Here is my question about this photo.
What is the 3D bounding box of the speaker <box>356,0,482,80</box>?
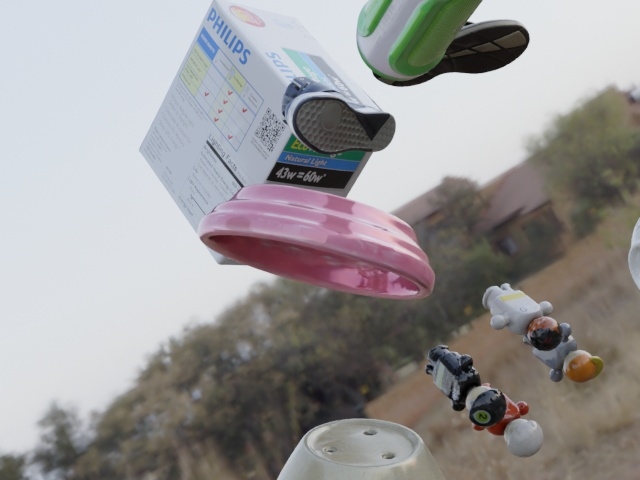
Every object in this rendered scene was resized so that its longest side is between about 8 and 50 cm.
[{"bbox_3d":[0.131,-0.301,1.399,0.131,0.131,0.296,-26,-8,-19],"label":"speaker"}]

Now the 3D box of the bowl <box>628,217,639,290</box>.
[{"bbox_3d":[0.403,0.024,1.305,0.080,0.170,0.170,-22,-10,-19],"label":"bowl"}]

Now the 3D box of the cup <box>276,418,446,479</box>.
[{"bbox_3d":[0.056,0.388,1.607,0.331,0.237,0.331,0,13,0],"label":"cup"}]

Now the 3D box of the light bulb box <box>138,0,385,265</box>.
[{"bbox_3d":[-0.115,-0.197,2.177,0.225,0.358,0.361,3,-51,-44],"label":"light bulb box"}]

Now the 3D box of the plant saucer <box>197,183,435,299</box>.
[{"bbox_3d":[0.000,0.000,1.588,0.332,0.084,0.332,14,-10,3],"label":"plant saucer"}]

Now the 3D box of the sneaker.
[{"bbox_3d":[-0.017,-0.184,1.661,0.226,0.163,0.086,5,-72,-55],"label":"sneaker"}]

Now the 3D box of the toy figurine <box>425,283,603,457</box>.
[{"bbox_3d":[0.285,0.190,1.682,0.209,0.148,0.213,-47,-46,0],"label":"toy figurine"}]

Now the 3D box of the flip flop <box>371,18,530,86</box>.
[{"bbox_3d":[0.215,-0.329,1.950,0.277,0.080,0.112,-11,-33,30],"label":"flip flop"}]
